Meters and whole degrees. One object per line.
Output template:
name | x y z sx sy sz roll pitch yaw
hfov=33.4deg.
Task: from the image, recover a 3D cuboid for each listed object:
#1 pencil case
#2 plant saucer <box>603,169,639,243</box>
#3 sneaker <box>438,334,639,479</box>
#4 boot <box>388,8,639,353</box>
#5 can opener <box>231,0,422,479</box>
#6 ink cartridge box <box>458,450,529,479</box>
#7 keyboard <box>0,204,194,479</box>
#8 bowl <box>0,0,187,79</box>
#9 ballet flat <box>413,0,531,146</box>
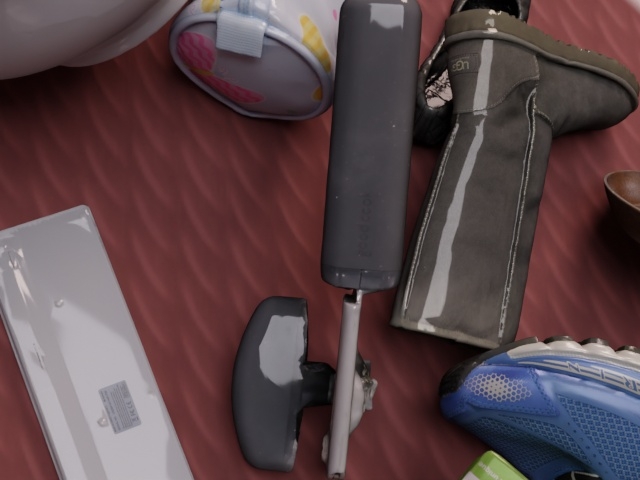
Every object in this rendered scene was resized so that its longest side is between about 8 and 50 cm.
pencil case | -0.002 -0.212 0.703 0.114 0.124 0.273 23 70 -6
plant saucer | 0.265 -0.005 0.702 0.168 0.168 0.029 12 110 -10
sneaker | 0.207 0.178 0.626 0.330 0.130 0.147 34 66 -1
boot | 0.132 -0.027 0.699 0.190 0.076 0.208 12 77 -33
can opener | 0.000 0.000 0.613 0.095 0.076 0.283 4 97 1
ink cartridge box | 0.072 0.266 0.534 0.189 0.097 0.255 40 82 15
keyboard | -0.129 0.103 0.632 0.072 0.014 0.256 -18 78 -24
bowl | -0.153 -0.197 0.623 0.134 0.298 0.297 47 59 -44
ballet flat | 0.110 -0.137 0.745 0.057 0.049 0.173 30 68 -3
